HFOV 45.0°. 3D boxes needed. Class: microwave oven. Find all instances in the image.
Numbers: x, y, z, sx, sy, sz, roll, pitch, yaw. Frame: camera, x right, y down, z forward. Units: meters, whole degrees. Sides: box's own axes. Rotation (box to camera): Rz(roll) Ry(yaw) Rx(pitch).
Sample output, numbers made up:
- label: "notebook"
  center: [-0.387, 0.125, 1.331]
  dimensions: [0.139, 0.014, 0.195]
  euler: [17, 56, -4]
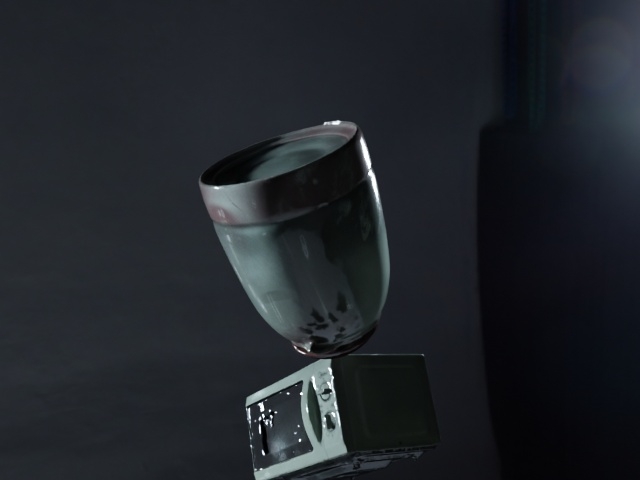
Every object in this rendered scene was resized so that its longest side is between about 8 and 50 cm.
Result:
- label: "microwave oven"
  center: [0.034, 0.327, 1.372]
  dimensions: [0.237, 0.181, 0.295]
  euler: [7, -27, -34]

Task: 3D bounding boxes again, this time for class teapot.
- label: "teapot"
  center: [0.000, 0.000, 1.121]
  dimensions: [0.233, 0.312, 0.315]
  euler: [-7, 23, 25]
